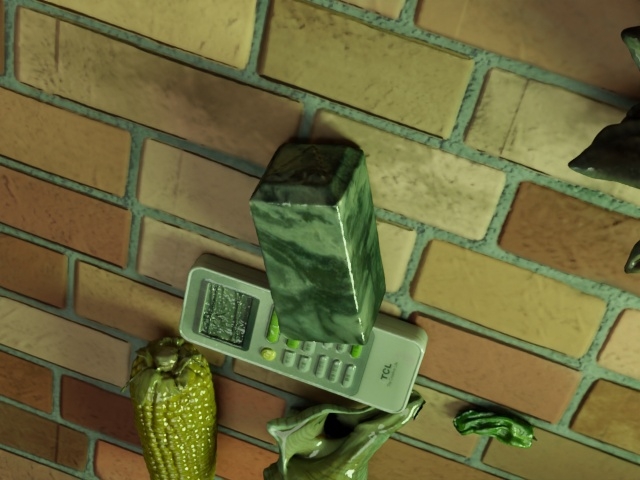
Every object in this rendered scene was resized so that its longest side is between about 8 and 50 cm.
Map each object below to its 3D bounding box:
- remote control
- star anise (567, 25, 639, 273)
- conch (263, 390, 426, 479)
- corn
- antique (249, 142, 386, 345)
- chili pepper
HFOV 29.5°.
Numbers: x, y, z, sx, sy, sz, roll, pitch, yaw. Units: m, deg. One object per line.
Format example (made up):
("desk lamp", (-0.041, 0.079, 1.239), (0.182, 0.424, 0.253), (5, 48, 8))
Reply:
("remote control", (-0.020, 0.095, 1.235), (0.250, 0.034, 0.103), (20, 125, 6))
("star anise", (0.348, -0.072, 0.891), (0.331, 0.118, 0.332), (5, 131, 6))
("conch", (-0.006, 0.230, 1.318), (0.137, 0.114, 0.234), (24, 100, -13))
("corn", (-0.161, 0.211, 1.365), (0.091, 0.091, 0.260), (11, 136, 9))
("antique", (0.000, 0.000, 1.114), (0.088, 0.086, 0.183), (4, 131, 18))
("chili pepper", (0.179, 0.192, 1.252), (0.091, 0.030, 0.034), (9, 157, 18))
